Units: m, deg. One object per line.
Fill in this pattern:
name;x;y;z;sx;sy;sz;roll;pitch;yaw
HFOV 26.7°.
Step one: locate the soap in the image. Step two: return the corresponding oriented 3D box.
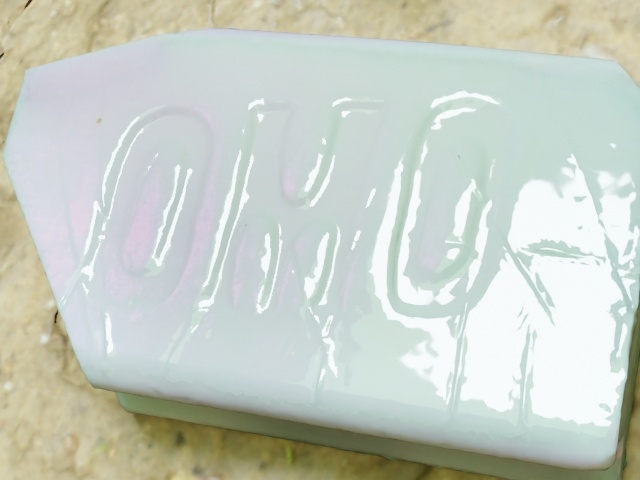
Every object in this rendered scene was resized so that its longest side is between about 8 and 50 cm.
soap;0.000;0.000;0.721;0.347;0.115;0.208;8;73;18
